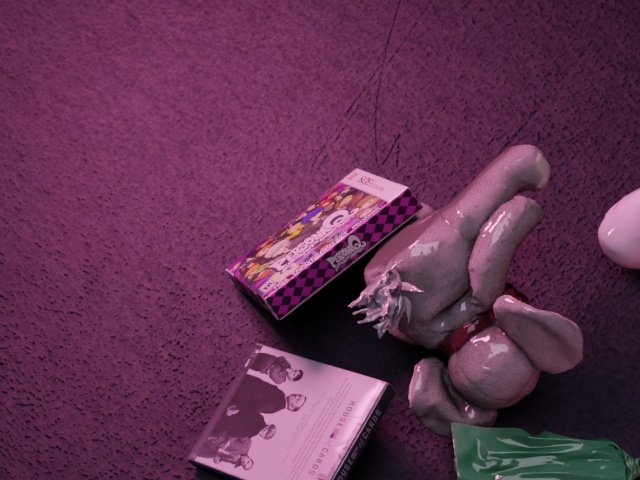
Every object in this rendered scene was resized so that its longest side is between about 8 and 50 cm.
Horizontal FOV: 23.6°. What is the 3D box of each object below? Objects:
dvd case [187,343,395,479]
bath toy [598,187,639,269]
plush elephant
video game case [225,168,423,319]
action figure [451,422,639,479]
[{"bbox_3d":[-0.039,0.229,1.891,0.238,0.029,0.179,13,64,44],"label":"dvd case"},{"bbox_3d":[0.490,0.051,1.858,0.151,0.129,0.348,-18,54,-37],"label":"bath toy"},{"bbox_3d":[0.192,0.086,1.857,0.272,0.255,0.330,-32,12,39],"label":"plush elephant"},{"bbox_3d":[0.000,0.000,1.973,0.232,0.042,0.210,-38,17,-7],"label":"video game case"},{"bbox_3d":[0.277,0.278,1.820,0.232,0.063,0.137,-4,69,0],"label":"action figure"}]
